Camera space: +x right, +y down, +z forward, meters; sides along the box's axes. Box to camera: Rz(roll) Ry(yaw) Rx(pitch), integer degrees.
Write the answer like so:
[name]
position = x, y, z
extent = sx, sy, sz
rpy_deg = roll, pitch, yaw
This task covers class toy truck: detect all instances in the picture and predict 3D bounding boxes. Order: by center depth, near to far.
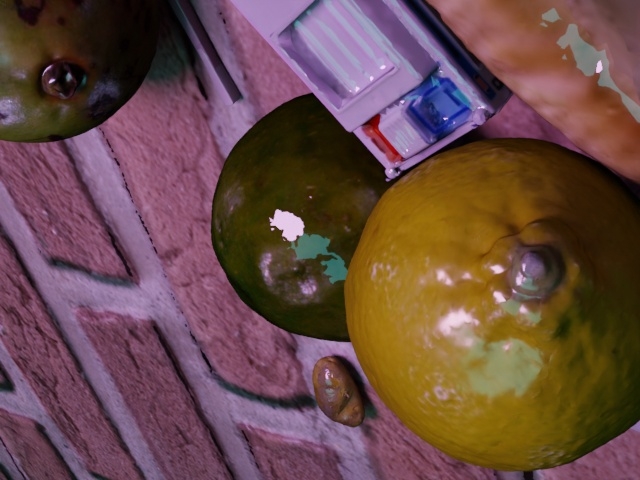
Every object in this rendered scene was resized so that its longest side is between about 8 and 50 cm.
[toy truck]
position = 0.011, -0.183, 0.575
extent = 0.268, 0.155, 0.124
rpy_deg = 46, 143, -10

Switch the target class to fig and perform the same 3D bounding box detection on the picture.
[fig]
position = 0.000, 0.000, 0.747
extent = 0.195, 0.195, 0.245
rpy_deg = 44, 134, -9

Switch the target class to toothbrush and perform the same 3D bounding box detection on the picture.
[toothbrush]
position = -0.111, -0.191, 0.779
extent = 0.017, 0.014, 0.194
rpy_deg = -1, 128, 36

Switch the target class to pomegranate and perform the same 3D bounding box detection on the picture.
[pomegranate]
position = -0.238, -0.182, 0.770
extent = 0.248, 0.202, 0.202
rpy_deg = 52, 154, 35

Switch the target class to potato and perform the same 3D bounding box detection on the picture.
[potato]
position = 0.015, 0.157, 1.016
extent = 0.046, 0.045, 0.092
rpy_deg = -20, 125, 7

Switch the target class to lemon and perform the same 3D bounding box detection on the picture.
[lemon]
position = 0.105, 0.034, 0.542
extent = 0.184, 0.184, 0.248
rpy_deg = 36, 170, 2

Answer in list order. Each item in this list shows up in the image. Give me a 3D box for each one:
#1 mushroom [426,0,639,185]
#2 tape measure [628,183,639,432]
[mushroom]
position = 0.187, -0.148, 0.462
extent = 0.397, 0.224, 0.314
rpy_deg = 23, 155, 29
[tape measure]
position = 0.235, 0.050, 0.670
extent = 0.197, 0.120, 0.236
rpy_deg = 50, 150, -3
